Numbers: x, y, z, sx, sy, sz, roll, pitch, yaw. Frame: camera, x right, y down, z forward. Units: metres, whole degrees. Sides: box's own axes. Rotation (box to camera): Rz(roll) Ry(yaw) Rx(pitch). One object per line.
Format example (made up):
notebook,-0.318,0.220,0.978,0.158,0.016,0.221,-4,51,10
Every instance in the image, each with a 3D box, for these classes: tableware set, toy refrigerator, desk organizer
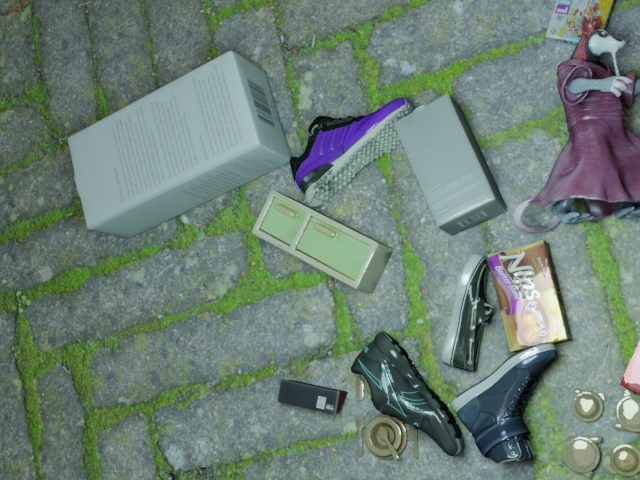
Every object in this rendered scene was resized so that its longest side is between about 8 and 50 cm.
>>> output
tableware set,0.500,0.336,1.549,0.141,0.020,0.168,10,84,24
toy refrigerator,0.000,0.000,1.800,0.269,0.094,0.102,28,94,27
tableware set,0.120,0.324,1.719,0.128,0.039,0.194,-6,79,24
desk organizer,-0.015,0.312,1.778,0.130,0.050,0.047,7,85,26

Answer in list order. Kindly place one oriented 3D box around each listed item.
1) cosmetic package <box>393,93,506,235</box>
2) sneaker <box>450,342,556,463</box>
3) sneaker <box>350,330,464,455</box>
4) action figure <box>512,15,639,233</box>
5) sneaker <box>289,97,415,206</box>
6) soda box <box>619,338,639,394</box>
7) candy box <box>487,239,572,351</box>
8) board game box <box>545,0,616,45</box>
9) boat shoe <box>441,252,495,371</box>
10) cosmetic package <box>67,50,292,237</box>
cosmetic package,0.247,-0.145,1.706,0.127,0.107,0.238,-25,69,20
sneaker,0.358,0.298,1.576,0.226,0.086,0.163,-43,55,23
sneaker,0.163,0.300,1.660,0.106,0.101,0.267,-39,68,4
action figure,0.490,-0.213,1.583,0.276,0.248,0.370,-21,72,49
sneaker,0.049,-0.213,1.808,0.293,0.102,0.146,-40,66,14
soda box,0.602,0.144,1.497,0.092,0.083,0.263,24,92,27
candy box,0.382,0.103,1.625,0.109,0.053,0.186,-16,76,22
board game box,0.498,-0.444,1.676,0.103,0.026,0.154,17,89,27
boat shoe,0.287,0.135,1.656,0.070,0.078,0.219,15,96,27
cosmetic package,-0.312,-0.198,1.943,0.453,0.161,0.230,-23,73,20
